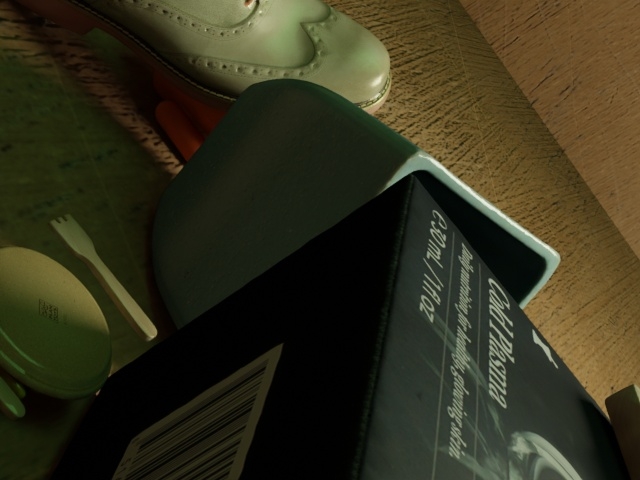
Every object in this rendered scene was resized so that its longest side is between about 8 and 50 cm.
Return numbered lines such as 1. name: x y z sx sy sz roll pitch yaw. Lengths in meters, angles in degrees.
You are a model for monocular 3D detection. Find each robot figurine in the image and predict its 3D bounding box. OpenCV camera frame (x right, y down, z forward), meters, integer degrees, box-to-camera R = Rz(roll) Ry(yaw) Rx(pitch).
1. robot figurine: -0.081 -0.151 1.344 0.219 0.128 0.158 43 35 10

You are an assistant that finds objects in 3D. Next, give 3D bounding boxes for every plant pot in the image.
1. plant pot: 0.000 0.000 1.158 0.248 0.247 0.252 31 12 -48

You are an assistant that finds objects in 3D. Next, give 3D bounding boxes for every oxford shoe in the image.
1. oxford shoe: -0.104 -0.226 1.208 0.397 0.146 0.140 20 54 -12

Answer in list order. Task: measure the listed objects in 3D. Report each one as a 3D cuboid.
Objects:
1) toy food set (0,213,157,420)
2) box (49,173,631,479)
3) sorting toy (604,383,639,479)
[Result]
1. toy food set: -0.196 0.054 0.893 0.132 0.038 0.192 52 25 5
2. box: 0.066 0.289 0.754 0.472 0.297 0.480 51 20 -14
3. sorting toy: 0.309 0.233 0.836 0.257 0.089 0.255 45 21 -29
